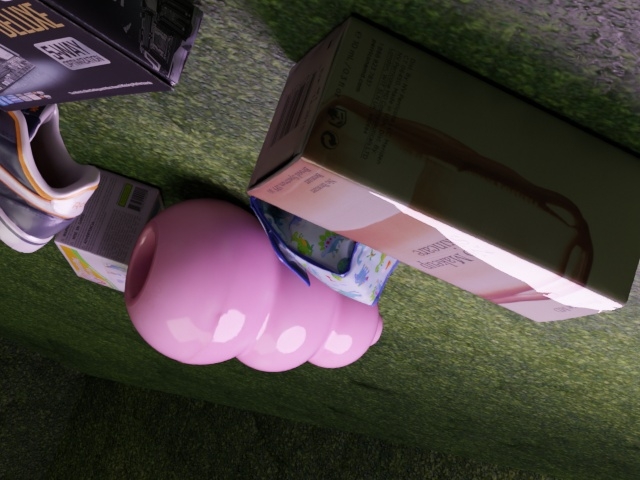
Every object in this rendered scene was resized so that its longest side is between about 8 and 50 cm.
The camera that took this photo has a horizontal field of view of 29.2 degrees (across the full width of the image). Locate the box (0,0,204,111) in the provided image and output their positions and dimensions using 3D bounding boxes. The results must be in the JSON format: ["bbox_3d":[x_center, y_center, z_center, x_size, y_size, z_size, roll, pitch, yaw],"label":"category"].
[{"bbox_3d":[-0.283,-0.207,1.040,0.242,0.077,0.307,31,162,-37],"label":"box"}]

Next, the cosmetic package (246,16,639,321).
[{"bbox_3d":[0.108,-0.048,1.015,0.296,0.129,0.153,23,163,-14],"label":"cosmetic package"}]

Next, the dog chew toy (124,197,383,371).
[{"bbox_3d":[-0.073,0.071,1.550,0.331,0.207,0.206,17,167,-24],"label":"dog chew toy"}]

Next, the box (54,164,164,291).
[{"bbox_3d":[-0.275,-0.006,1.656,0.103,0.114,0.203,19,166,3],"label":"box"}]

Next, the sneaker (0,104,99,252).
[{"bbox_3d":[-0.361,-0.143,1.279,0.127,0.126,0.321,-34,109,22],"label":"sneaker"}]

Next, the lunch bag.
[{"bbox_3d":[0.000,0.000,1.401,0.151,0.096,0.129,28,172,24],"label":"lunch bag"}]
